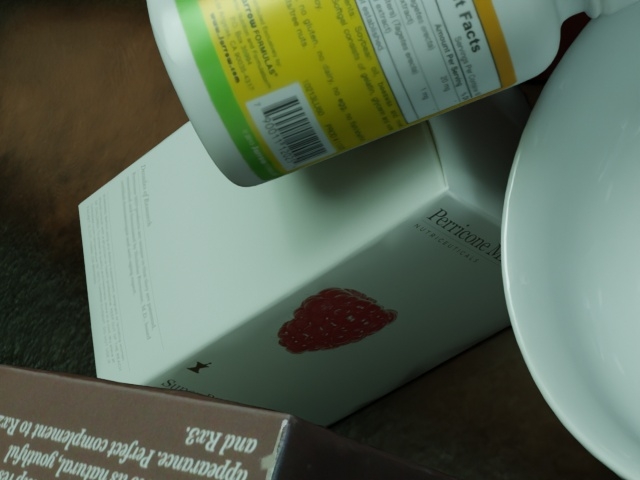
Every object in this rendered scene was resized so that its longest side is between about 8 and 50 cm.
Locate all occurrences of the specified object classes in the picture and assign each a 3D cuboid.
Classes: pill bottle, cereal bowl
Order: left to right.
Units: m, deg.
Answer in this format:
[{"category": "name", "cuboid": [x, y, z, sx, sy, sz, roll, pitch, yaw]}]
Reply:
[{"category": "pill bottle", "cuboid": [0.044, -0.132, 0.638, 0.245, 0.136, 0.136, -21, 55, 8]}, {"category": "cereal bowl", "cuboid": [0.271, -0.008, 0.606, 0.339, 0.141, 0.339, -20, 58, 36]}]

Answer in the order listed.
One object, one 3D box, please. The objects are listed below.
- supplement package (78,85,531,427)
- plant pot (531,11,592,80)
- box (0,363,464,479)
[{"category": "supplement package", "cuboid": [0.000, 0.000, 0.822, 0.293, 0.177, 0.175, -34, 52, 27]}, {"category": "plant pot", "cuboid": [0.111, -0.273, 0.783, 0.275, 0.243, 0.275, -14, 67, 36]}, {"category": "box", "cuboid": [0.026, 0.180, 0.569, 0.191, 0.381, 0.143, 2, 72, 43]}]
